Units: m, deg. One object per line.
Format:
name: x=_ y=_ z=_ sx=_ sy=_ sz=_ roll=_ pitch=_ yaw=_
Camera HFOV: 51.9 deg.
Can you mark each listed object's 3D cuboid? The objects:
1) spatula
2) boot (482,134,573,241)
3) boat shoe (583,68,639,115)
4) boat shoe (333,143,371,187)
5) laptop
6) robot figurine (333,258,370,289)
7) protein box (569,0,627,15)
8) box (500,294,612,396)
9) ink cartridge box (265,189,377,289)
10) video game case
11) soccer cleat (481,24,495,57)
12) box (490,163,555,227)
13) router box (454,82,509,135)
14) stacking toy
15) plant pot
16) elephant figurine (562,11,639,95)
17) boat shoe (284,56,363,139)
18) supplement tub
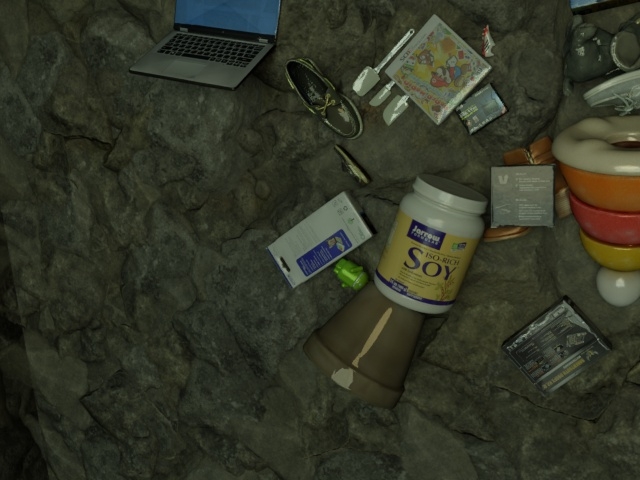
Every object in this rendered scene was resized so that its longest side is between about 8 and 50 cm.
spatula: x=0.220 y=-0.472 z=1.873 sx=0.168 sy=0.019 sz=0.242 roll=49 pitch=115 yaw=9
boot: x=0.529 y=-0.131 z=1.750 sx=0.283 sy=0.109 sz=0.220 roll=-26 pitch=90 yaw=24
boat shoe: x=0.788 y=-0.347 z=1.548 sx=0.320 sy=0.118 sz=0.103 roll=-7 pitch=87 yaw=0
boat shoe: x=0.086 y=-0.221 z=1.962 sx=0.049 sy=0.056 sz=0.152 roll=-43 pitch=82 yaw=20
laptop: x=-0.341 y=-0.679 z=1.973 sx=0.381 sy=0.408 sz=0.236 roll=14 pitch=139 yaw=22
robot figurine: x=0.098 y=0.106 z=2.014 sx=0.115 sy=0.067 sz=0.101 roll=36 pitch=140 yaw=9
protein box: x=0.689 y=-0.664 z=1.559 sx=0.199 sy=0.136 sz=0.201 roll=-6 pitch=97 yaw=25
box: x=0.647 y=0.291 z=1.811 sx=0.183 sy=0.056 sz=0.231 roll=48 pitch=115 yaw=8
ink cartridge box: x=0.000 y=0.000 z=2.041 sx=0.332 sy=0.065 sz=0.165 roll=-34 pitch=86 yaw=24
video game case: x=0.319 y=-0.467 z=1.800 sx=0.206 sy=0.026 sz=0.227 roll=-47 pitch=73 yaw=21
soccer cleat: x=0.450 y=-0.532 z=1.755 sx=0.035 sy=0.029 sz=0.083 roll=3 pitch=105 yaw=15
box: x=0.511 y=-0.113 z=1.665 sx=0.155 sy=0.093 sz=0.158 roll=0 pitch=95 yaw=16
router box: x=0.436 y=-0.357 z=1.788 sx=0.122 sy=0.038 sz=0.092 roll=-34 pitch=85 yaw=26
stacking toy: x=0.741 y=-0.042 z=1.601 sx=0.350 sy=0.350 sz=0.480 roll=4 pitch=117 yaw=23
plant pot: x=0.155 y=0.282 z=1.916 sx=0.323 sy=0.323 sz=0.280 roll=34 pitch=96 yaw=15
elephant figurine: x=0.719 y=-0.464 z=1.587 sx=0.239 sy=0.169 sz=0.186 roll=6 pitch=132 yaw=7
boat shoe: x=0.005 y=-0.418 z=1.940 sx=0.109 sy=0.091 sz=0.305 roll=-42 pitch=82 yaw=25
supplement tub: x=0.305 y=0.007 z=1.806 sx=0.241 sy=0.241 sz=0.331 roll=24 pitch=109 yaw=18
